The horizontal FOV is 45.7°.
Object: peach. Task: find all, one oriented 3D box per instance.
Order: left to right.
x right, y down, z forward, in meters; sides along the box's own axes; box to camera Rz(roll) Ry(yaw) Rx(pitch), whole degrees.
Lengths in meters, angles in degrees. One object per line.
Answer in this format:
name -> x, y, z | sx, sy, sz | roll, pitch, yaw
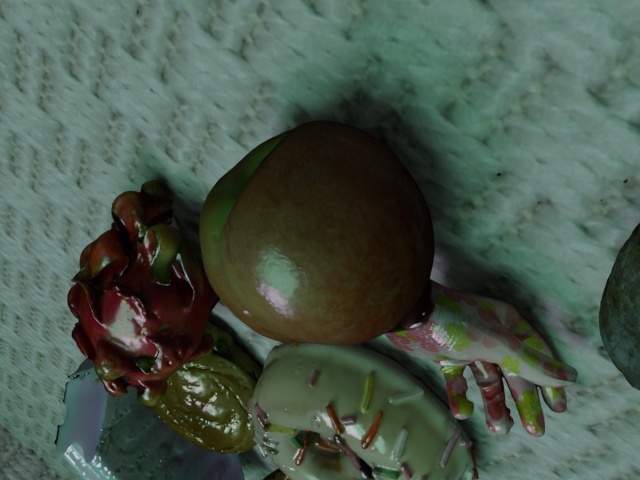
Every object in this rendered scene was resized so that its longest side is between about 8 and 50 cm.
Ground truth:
peach -> 0.000, 0.000, 0.807 | 0.252, 0.252, 0.252 | 24, 142, 20

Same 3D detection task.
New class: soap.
soap -> -0.331, 0.422, 1.533 | 0.156, 0.261, 0.446 | -13, 118, 49

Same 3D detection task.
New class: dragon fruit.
dragon fruit -> -0.271, 0.084, 1.141 | 0.307, 0.243, 0.227 | 62, 177, -34

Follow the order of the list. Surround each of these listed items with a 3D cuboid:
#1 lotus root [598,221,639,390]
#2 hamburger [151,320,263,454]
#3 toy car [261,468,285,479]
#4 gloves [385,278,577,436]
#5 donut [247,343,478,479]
lotus root -> 0.329, 0.038, 0.612 | 0.175, 0.175, 0.350 | 32, 143, 10
hamburger -> -0.222, 0.267, 1.378 | 0.265, 0.134, 0.285 | -12, 123, 50
toy car -> -0.044, 0.575, 1.544 | 0.248, 0.204, 0.198 | 46, 168, -9
gloves -> 0.192, 0.129, 0.877 | 0.241, 0.126, 0.145 | 28, 128, -23
donut -> 0.052, 0.312, 1.176 | 0.382, 0.142, 0.383 | 24, 143, 20
